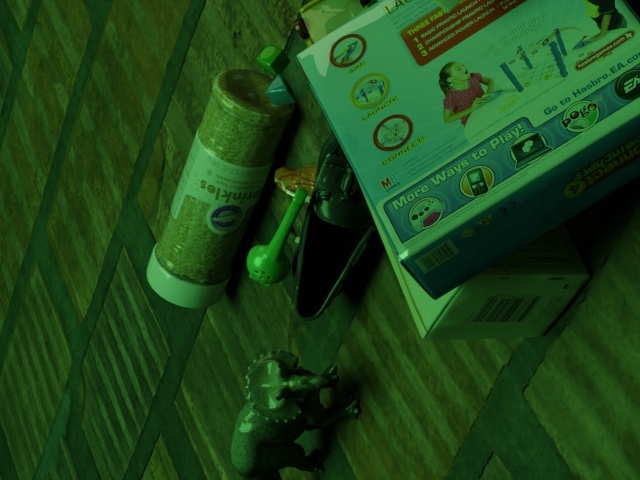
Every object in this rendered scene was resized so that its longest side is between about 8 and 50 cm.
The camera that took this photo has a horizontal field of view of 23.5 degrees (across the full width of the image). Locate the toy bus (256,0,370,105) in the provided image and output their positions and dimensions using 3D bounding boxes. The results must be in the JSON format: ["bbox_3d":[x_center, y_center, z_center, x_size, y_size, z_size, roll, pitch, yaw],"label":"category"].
[{"bbox_3d":[0.042,-0.229,1.892,0.191,0.104,0.202,14,69,32],"label":"toy bus"}]

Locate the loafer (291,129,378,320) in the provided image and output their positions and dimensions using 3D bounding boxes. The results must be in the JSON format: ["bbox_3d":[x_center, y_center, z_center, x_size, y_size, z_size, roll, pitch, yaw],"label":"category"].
[{"bbox_3d":[0.029,-0.023,1.882,0.095,0.109,0.302,-72,1,-49],"label":"loafer"}]

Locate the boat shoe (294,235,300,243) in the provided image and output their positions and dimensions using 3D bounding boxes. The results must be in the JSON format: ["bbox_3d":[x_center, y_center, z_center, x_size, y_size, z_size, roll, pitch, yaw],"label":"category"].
[{"bbox_3d":[0.000,0.000,2.034,0.035,0.035,0.100,-62,25,-7],"label":"boat shoe"}]

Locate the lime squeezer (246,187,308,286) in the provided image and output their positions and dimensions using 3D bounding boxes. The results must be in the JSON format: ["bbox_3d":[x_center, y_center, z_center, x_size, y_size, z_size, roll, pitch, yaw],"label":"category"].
[{"bbox_3d":[-0.062,0.006,1.977,0.310,0.059,0.110,120,160,-82],"label":"lime squeezer"}]

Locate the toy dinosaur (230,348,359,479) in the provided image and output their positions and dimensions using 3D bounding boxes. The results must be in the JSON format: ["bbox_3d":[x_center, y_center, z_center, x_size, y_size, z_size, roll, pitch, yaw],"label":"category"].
[{"bbox_3d":[-0.054,0.238,1.986,0.313,0.160,0.121,-61,39,38],"label":"toy dinosaur"}]

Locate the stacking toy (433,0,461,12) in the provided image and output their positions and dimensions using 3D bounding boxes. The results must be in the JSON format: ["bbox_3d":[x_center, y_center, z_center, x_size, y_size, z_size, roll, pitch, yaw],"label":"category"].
[{"bbox_3d":[0.175,-0.392,1.455,0.279,0.130,0.309,-37,26,35],"label":"stacking toy"}]

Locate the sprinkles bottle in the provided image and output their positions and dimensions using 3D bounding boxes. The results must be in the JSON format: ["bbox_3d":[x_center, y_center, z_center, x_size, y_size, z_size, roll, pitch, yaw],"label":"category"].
[{"bbox_3d":[-0.147,-0.070,2.202,0.121,0.121,0.355,60,138,43],"label":"sprinkles bottle"}]

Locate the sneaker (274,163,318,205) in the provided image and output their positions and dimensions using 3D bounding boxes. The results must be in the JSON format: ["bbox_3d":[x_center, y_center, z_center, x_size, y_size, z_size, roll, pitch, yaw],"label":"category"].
[{"bbox_3d":[-0.001,-0.074,2.022,0.175,0.064,0.067,24,90,53],"label":"sneaker"}]

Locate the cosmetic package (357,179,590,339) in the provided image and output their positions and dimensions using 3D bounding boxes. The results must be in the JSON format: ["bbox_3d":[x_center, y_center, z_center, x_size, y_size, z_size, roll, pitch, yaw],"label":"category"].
[{"bbox_3d":[0.145,-0.050,1.645,0.113,0.160,0.309,-60,39,42],"label":"cosmetic package"}]

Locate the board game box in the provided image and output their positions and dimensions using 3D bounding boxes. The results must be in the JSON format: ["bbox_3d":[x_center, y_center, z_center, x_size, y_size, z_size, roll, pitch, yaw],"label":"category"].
[{"bbox_3d":[0.167,-0.145,1.507,0.308,0.086,0.302,-32,51,9],"label":"board game box"}]
